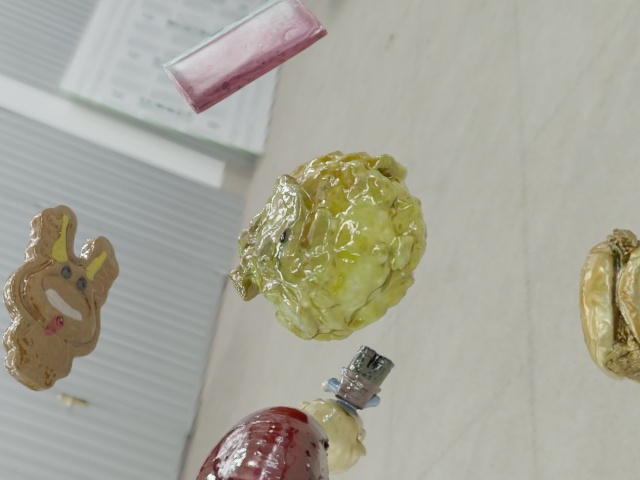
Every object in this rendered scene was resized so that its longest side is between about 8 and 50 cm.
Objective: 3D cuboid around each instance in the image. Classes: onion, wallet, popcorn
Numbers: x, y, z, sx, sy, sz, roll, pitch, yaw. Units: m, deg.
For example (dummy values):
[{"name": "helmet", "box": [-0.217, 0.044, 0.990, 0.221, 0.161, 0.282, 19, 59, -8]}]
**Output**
[{"name": "onion", "box": [-0.065, 0.286, 1.120, 0.248, 0.161, 0.248, -167, 90, -81]}, {"name": "wallet", "box": [-0.113, -0.283, 1.673, 0.119, 0.232, 0.025, 53, 172, 36]}, {"name": "popcorn", "box": [0.000, 0.000, 1.383, 0.266, 0.192, 0.233, -17, 64, 28]}]

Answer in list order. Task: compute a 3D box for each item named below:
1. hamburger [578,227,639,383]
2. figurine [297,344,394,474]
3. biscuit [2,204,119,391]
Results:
[{"name": "hamburger", "box": [0.314, 0.069, 1.153, 0.138, 0.083, 0.147, 41, -131, -59]}, {"name": "figurine", "box": [0.032, 0.248, 1.658, 0.196, 0.114, 0.108, -60, 6, -18]}, {"name": "biscuit", "box": [-0.390, 0.088, 1.682, 0.044, 0.186, 0.295, -19, 47, 33]}]
